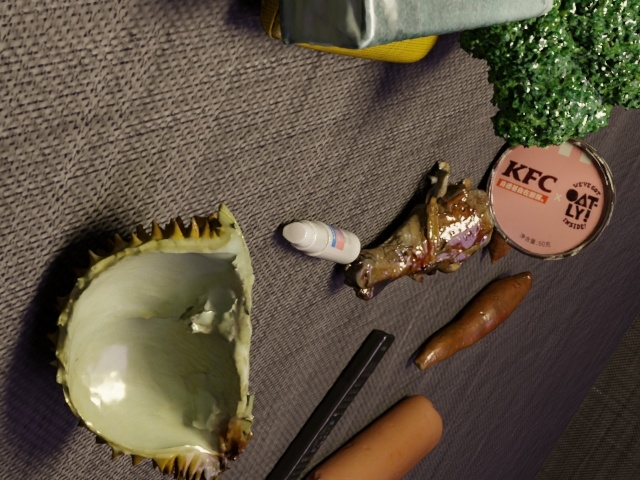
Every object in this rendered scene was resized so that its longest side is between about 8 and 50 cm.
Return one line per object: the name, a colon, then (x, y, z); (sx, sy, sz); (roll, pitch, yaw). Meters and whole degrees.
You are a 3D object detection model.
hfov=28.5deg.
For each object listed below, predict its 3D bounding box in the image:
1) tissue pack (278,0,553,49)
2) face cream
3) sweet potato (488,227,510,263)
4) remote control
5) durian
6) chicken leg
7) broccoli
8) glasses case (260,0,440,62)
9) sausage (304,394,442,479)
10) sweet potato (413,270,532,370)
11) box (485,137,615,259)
tissue pack: (0.067, -0.228, 0.815); (0.257, 0.081, 0.185); (-21, 116, -53)
face cream: (0.000, 0.000, 1.172); (0.034, 0.034, 0.130); (-56, 158, 8)
sweet potato: (0.242, -0.005, 1.681); (0.034, 0.034, 0.095); (-38, 155, -35)
remote control: (0.012, 0.212, 1.545); (0.245, 0.025, 0.063); (-55, 160, 2)
durian: (-0.113, 0.077, 0.908); (0.144, 0.139, 0.252); (-26, 126, -52)
chicken leg: (0.102, 0.002, 1.350); (0.196, 0.080, 0.125); (-38, 145, -18)
broccoli: (0.221, -0.220, 1.062); (0.245, 0.265, 0.294); (-29, -157, 53)
glasses case: (0.033, -0.174, 0.924); (0.234, 0.064, 0.079); (-7, 128, -61)
sausage: (0.075, 0.303, 1.737); (0.289, 0.086, 0.086); (-30, 149, -49)
sweet potato: (0.223, 0.114, 1.799); (0.264, 0.057, 0.057); (-37, 154, -33)
box: (0.288, -0.058, 1.546); (0.151, 0.151, 0.135); (-59, 167, 14)
